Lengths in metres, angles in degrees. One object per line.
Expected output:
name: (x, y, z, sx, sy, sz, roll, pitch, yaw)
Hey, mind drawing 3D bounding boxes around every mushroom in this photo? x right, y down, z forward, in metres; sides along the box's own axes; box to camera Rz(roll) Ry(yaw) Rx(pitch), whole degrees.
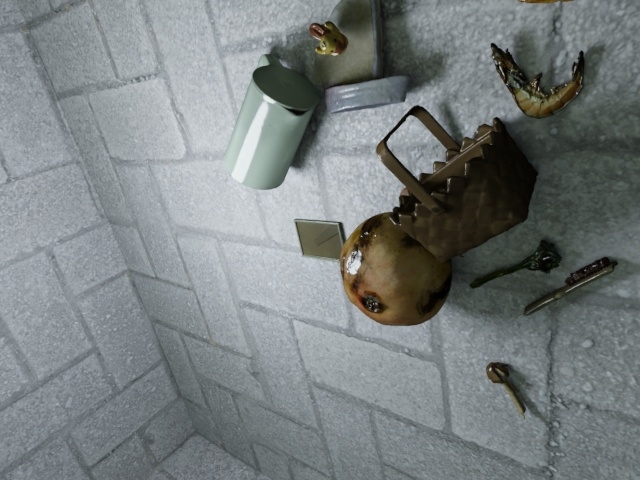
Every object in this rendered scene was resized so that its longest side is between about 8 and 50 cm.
mushroom: (0.543, 0.427, 1.280, 0.187, 0.060, 0.061, 53, 139, -3)

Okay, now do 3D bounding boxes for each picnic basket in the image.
picnic basket: (0.283, -0.148, 1.000, 0.321, 0.254, 0.291, 45, 138, -4)

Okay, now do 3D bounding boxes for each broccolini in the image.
broccolini: (0.490, 0.073, 1.131, 0.058, 0.071, 0.254, 18, 151, -22)

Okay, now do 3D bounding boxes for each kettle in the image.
kettle: (-0.149, -0.349, 1.338, 0.205, 0.265, 0.318, 21, 136, -10)

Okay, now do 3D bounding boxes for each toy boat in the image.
toy boat: (0.086, -0.446, 1.118, 0.276, 0.111, 0.293, -15, 92, 47)

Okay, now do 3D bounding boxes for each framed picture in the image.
framed picture: (0.000, 0.000, 1.527, 0.203, 0.015, 0.150, 6, 119, 40)

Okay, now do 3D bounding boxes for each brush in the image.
brush: (0.578, 0.110, 1.060, 0.036, 0.043, 0.248, 53, 139, 12)

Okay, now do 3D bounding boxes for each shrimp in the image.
shrimp: (0.439, -0.346, 0.895, 0.195, 0.035, 0.148, 52, 141, -7)

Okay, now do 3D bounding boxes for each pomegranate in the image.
pomegranate: (0.202, 0.080, 1.207, 0.322, 0.322, 0.322, 22, 128, 31)

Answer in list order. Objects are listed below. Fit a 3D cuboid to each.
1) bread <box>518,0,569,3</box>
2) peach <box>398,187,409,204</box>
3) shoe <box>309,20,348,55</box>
bread: (0.410, -0.556, 0.761, 0.139, 0.077, 0.270, 19, 125, 38)
peach: (0.249, -0.109, 1.187, 0.083, 0.083, 0.083, 22, 128, 31)
shoe: (0.016, -0.480, 1.070, 0.072, 0.069, 0.109, -43, 53, 49)
